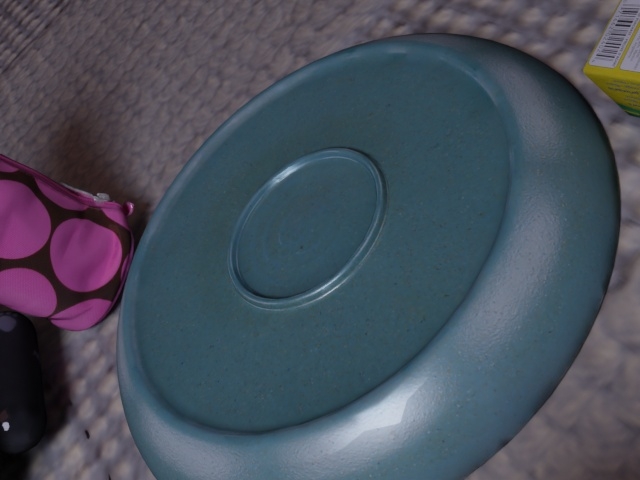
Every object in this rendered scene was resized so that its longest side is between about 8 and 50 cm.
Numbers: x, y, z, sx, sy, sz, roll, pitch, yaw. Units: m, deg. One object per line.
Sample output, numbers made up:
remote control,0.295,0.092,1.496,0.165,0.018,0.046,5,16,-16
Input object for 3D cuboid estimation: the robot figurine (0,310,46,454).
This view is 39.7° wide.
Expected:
robot figurine,-0.300,0.117,0.548,0.209,0.174,0.278,-48,40,14

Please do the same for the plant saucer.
plant saucer,0.000,0.000,0.490,0.318,0.044,0.317,-21,47,24

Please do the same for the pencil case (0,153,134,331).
pencil case,-0.223,-0.022,0.563,0.095,0.209,0.098,28,89,53

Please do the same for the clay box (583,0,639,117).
clay box,0.227,-0.095,0.343,0.222,0.053,0.127,28,89,52
